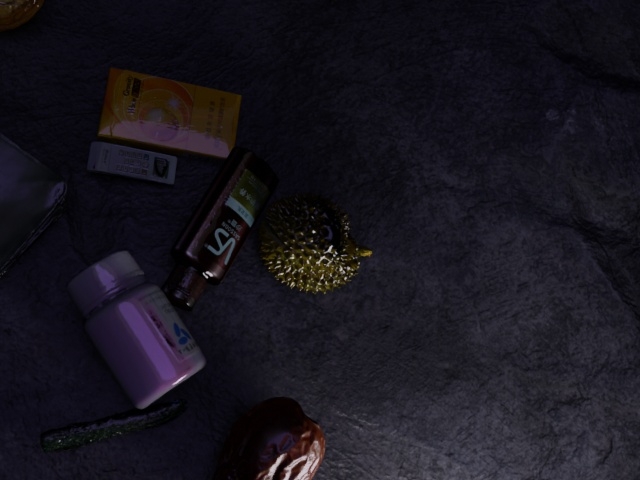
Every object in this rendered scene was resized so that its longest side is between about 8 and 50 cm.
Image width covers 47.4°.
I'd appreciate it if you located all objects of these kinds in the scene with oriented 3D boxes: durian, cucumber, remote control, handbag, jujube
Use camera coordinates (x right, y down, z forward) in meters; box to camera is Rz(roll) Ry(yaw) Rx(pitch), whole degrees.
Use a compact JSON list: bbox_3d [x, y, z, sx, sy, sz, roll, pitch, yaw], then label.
[{"bbox_3d":[0.000,0.000,1.436,0.237,0.138,0.194,4,73,-16],"label":"durian"},{"bbox_3d":[-0.358,0.325,1.282,0.256,0.043,0.044,-11,82,-20],"label":"cucumber"},{"bbox_3d":[-0.368,-0.150,1.428,0.166,0.029,0.065,10,70,-19],"label":"remote control"},{"bbox_3d":[-0.621,-0.073,1.303,0.260,0.079,0.248,37,67,-3],"label":"handbag"},{"bbox_3d":[-0.101,0.392,1.290,0.168,0.168,0.236,41,82,-2],"label":"jujube"}]

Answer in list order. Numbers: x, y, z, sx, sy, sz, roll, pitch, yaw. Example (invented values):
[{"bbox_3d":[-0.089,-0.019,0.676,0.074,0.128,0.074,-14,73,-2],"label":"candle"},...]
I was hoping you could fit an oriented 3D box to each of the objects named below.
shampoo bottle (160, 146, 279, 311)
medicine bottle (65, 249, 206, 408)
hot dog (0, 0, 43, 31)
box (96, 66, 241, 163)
[{"bbox_3d":[-0.198,-0.019,1.402,0.129,0.084,0.323,47,61,-37],"label":"shampoo bottle"},{"bbox_3d":[-0.326,0.154,1.285,0.152,0.152,0.255,-31,84,-22],"label":"medicine bottle"},{"bbox_3d":[-0.665,-0.492,1.397,0.258,0.114,0.175,-5,80,-16],"label":"hot dog"},{"bbox_3d":[-0.301,-0.250,1.470,0.269,0.043,0.153,9,72,-15],"label":"box"}]
